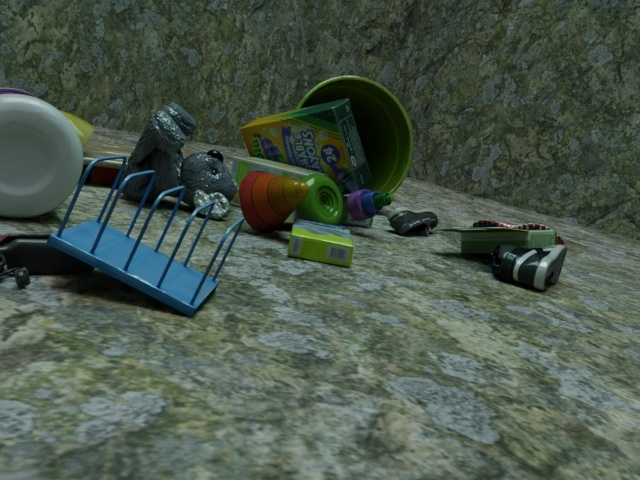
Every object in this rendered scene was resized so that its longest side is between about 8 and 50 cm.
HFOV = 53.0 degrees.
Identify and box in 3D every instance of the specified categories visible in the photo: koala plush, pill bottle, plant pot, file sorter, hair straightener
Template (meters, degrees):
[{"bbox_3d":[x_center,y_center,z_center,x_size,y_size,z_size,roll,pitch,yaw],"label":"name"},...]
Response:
[{"bbox_3d":[-0.269,-0.132,1.300,0.221,0.203,0.196,30,16,-14],"label":"koala plush"},{"bbox_3d":[-0.503,-0.154,1.043,0.181,0.182,0.323,5,11,-31],"label":"pill bottle"},{"bbox_3d":[-0.557,-0.222,1.345,0.095,0.134,0.134,45,-8,-29],"label":"plant pot"},{"bbox_3d":[-0.185,-0.012,0.719,0.170,0.105,0.118,27,10,-2],"label":"file sorter"},{"bbox_3d":[0.038,-0.276,1.934,0.366,0.367,0.353,8,0,-18],"label":"plant pot"},{"bbox_3d":[-0.337,0.014,0.673,0.089,0.047,0.230,20,8,39],"label":"hair straightener"}]

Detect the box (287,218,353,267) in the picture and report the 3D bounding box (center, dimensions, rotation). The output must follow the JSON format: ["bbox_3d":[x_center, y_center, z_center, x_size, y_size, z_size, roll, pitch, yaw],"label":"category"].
[{"bbox_3d":[0.000,0.000,1.137,0.108,0.043,0.178,11,11,-3],"label":"box"}]

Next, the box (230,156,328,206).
[{"bbox_3d":[-0.097,-0.118,1.464,0.203,0.114,0.103,17,14,24],"label":"box"}]

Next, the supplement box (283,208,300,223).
[{"bbox_3d":[-0.069,-0.073,1.309,0.056,0.083,0.083,-5,-4,44],"label":"supplement box"}]

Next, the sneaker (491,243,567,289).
[{"bbox_3d":[0.407,0.036,1.267,0.121,0.079,0.217,17,13,28],"label":"sneaker"}]

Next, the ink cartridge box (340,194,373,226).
[{"bbox_3d":[0.045,-0.089,1.601,0.108,0.062,0.209,7,11,-21],"label":"ink cartridge box"}]

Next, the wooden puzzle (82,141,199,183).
[{"bbox_3d":[-0.441,-0.175,1.533,0.347,0.081,0.322,0,14,-27],"label":"wooden puzzle"}]

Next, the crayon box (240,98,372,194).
[{"bbox_3d":[-0.056,-0.202,1.532,0.322,0.203,0.083,-4,24,35],"label":"crayon box"}]

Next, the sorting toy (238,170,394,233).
[{"bbox_3d":[0.018,-0.083,1.265,0.126,0.127,0.365,-12,-8,44],"label":"sorting toy"}]

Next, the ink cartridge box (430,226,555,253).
[{"bbox_3d":[0.371,0.002,1.374,0.235,0.056,0.171,-1,0,-45],"label":"ink cartridge box"}]

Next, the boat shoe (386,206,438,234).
[{"bbox_3d":[0.237,-0.036,1.591,0.206,0.075,0.065,6,53,-53],"label":"boat shoe"}]

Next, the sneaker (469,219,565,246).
[{"bbox_3d":[0.484,-0.010,1.578,0.225,0.088,0.092,15,10,19],"label":"sneaker"}]
